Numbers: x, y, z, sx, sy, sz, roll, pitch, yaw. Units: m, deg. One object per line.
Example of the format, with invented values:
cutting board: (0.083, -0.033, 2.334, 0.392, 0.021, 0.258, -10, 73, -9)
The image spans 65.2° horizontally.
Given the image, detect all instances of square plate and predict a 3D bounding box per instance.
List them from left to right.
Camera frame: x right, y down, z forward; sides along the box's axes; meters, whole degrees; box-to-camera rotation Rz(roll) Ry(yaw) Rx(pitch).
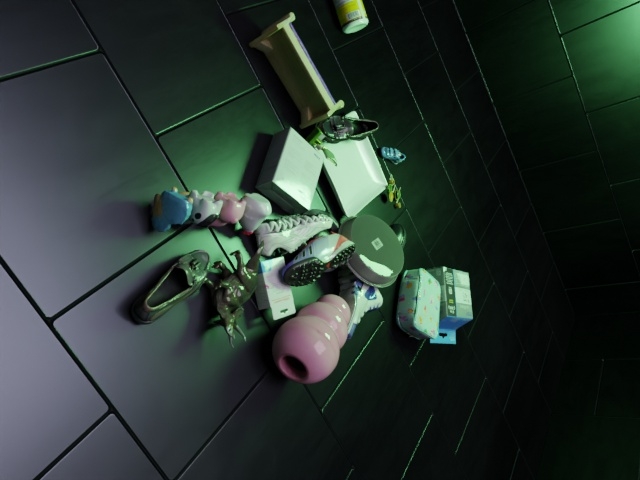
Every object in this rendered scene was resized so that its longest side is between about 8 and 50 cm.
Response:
square plate: (0.112, -0.300, 1.970, 0.344, 0.049, 0.347, -41, 110, -46)

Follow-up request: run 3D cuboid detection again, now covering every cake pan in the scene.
cake pan: (0.194, 0.027, 1.826, 0.293, 0.054, 0.293, 21, 51, -29)

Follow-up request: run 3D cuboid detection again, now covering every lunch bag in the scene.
lunch bag: (0.420, 0.278, 2.114, 0.224, 0.108, 0.279, 37, 56, -43)

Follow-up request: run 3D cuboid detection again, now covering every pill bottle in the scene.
pill bottle: (0.117, -1.001, 2.112, 0.117, 0.117, 0.215, -26, 100, -48)

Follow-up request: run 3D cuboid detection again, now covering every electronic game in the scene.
electronic game: (0.000, 0.000, 1.763, 0.229, 0.048, 0.229, 13, 68, -37)

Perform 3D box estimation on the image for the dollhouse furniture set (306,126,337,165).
dollhouse furniture set: (0.020, -0.336, 1.774, 0.152, 0.058, 0.076, 33, 22, -39)

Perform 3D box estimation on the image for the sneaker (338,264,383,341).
sneaker: (0.143, 0.230, 1.802, 0.182, 0.127, 0.315, 39, 52, -32)

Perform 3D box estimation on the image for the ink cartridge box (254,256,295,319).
ink cartridge box: (-0.149, 0.149, 1.547, 0.104, 0.061, 0.181, -11, 87, -50)

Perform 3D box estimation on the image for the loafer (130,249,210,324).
loafer: (-0.366, 0.110, 1.285, 0.096, 0.084, 0.267, 45, 48, -6)

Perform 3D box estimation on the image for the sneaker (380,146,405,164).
sneaker: (0.320, -0.383, 2.217, 0.144, 0.059, 0.053, 13, 73, -45)

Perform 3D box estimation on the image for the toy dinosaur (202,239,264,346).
toy dinosaur: (-0.246, 0.130, 1.430, 0.160, 0.121, 0.313, 61, 38, -35)

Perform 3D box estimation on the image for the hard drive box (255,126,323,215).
hard drive box: (-0.098, -0.231, 1.686, 0.181, 0.089, 0.232, 38, 54, -36)

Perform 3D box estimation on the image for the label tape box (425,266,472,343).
label tape box: (0.599, 0.304, 2.309, 0.241, 0.106, 0.333, 13, 70, -45)

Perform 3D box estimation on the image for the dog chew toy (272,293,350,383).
dog chew toy: (-0.009, 0.289, 1.569, 0.206, 0.207, 0.332, 62, 37, -16)

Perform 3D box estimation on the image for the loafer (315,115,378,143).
loafer: (0.105, -0.429, 1.887, 0.302, 0.095, 0.109, -14, 90, -48)

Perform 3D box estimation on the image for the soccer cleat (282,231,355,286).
soccer cleat: (-0.023, 0.055, 1.630, 0.318, 0.116, 0.108, -24, 141, -42)

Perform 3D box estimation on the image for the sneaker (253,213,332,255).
sneaker: (-0.087, -0.023, 1.628, 0.292, 0.110, 0.118, -11, 98, -34)

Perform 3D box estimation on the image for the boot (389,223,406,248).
boot: (0.242, -0.005, 2.000, 0.207, 0.094, 0.246, 41, 58, -39)

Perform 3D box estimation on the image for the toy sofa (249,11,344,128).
toy sofa: (-0.068, -0.602, 1.774, 0.362, 0.150, 0.177, 57, 46, -21)

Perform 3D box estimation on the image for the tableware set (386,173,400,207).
tableware set: (0.322, -0.204, 2.165, 0.154, 0.024, 0.104, 62, 39, -44)

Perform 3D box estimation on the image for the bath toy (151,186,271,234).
bath toy: (-0.292, -0.077, 1.403, 0.348, 0.151, 0.129, -1, 119, -51)
